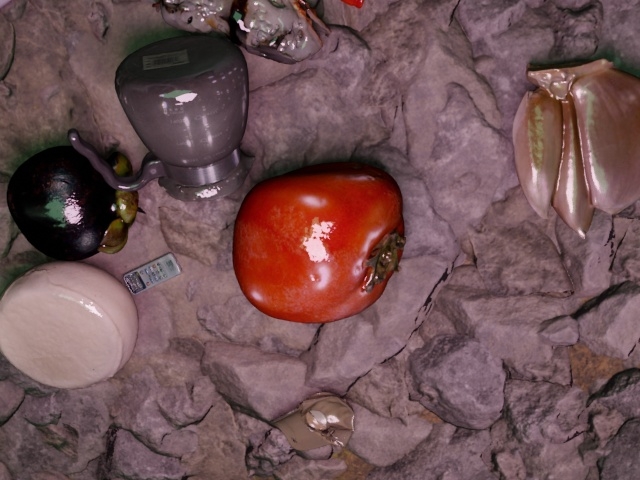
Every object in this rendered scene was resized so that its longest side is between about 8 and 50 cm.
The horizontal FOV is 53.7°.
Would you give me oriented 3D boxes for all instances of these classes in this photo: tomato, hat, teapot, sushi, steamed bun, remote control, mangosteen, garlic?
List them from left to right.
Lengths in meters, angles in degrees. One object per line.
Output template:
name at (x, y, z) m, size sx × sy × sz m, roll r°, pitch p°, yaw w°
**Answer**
steamed bun at (-0.503, 0.158, 1.287) m, size 0.283 × 0.177 × 0.283 m, roll 2°, pitch 120°, yaw 4°
mangosteen at (-0.465, -0.072, 1.216) m, size 0.243 × 0.243 × 0.243 m, roll 1°, pitch 105°, yaw 4°
remote control at (-0.356, 0.071, 1.338) m, size 0.124 × 0.018 × 0.053 m, roll -24°, pitch 101°, yaw 9°
teapot at (-0.253, -0.178, 1.123) m, size 0.305 × 0.223 × 0.285 m, roll -35°, pitch 137°, yaw -28°
sushi at (-0.147, -0.408, 1.139) m, size 0.332 × 0.124 × 0.130 m, roll 21°, pitch 85°, yaw -2°
hat at (-0.025, 0.382, 1.379) m, size 0.175 × 0.085 × 0.147 m, roll -21°, pitch 115°, yaw 32°
tomato at (0.000, 0.000, 1.145) m, size 0.290 × 0.325 × 0.293 m, roll 16°, pitch 117°, yaw 27°
garlic at (0.490, -0.181, 1.154) m, size 0.279 × 0.132 × 0.325 m, roll -13°, pitch 101°, yaw 8°

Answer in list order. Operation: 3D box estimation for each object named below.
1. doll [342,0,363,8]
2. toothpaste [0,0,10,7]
doll at (-0.075, -0.556, 1.121) m, size 0.384 × 0.099 × 0.188 m, roll 22°, pitch 104°, yaw -9°
toothpaste at (-0.648, -0.471, 1.198) m, size 0.299 × 0.073 × 0.114 m, roll -38°, pitch 98°, yaw 5°
